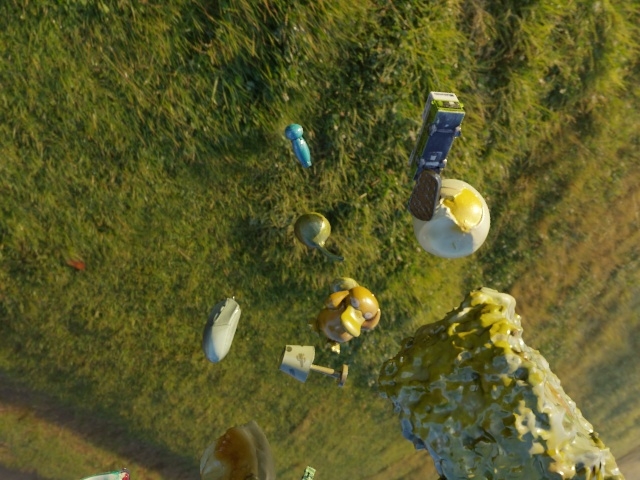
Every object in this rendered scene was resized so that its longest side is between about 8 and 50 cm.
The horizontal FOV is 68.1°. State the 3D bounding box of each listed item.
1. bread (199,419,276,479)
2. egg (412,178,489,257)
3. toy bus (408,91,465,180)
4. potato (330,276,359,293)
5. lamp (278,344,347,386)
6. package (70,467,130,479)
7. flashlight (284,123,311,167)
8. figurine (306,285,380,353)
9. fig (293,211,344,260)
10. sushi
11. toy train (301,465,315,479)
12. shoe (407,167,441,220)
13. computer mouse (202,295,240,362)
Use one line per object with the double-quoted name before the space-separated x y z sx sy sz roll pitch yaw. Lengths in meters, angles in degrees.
"bread" -0.188 0.523 0.943 0.314 0.192 0.171 -44 141 -40
"egg" 0.492 -0.090 1.804 0.283 0.345 0.283 5 128 7
"toy bus" 0.382 -0.342 1.600 0.113 0.139 0.302 4 140 -7
"potato" 0.129 0.230 2.066 0.105 0.085 0.188 -29 116 26
"lamp" -0.023 0.403 1.521 0.214 0.121 0.121 17 129 -7
"package" -0.617 0.679 1.227 0.232 0.040 0.166 1 105 -19
"flashlight" -0.061 -0.263 1.320 0.051 0.051 0.129 -22 117 -4
"figurine" 0.090 0.273 1.697 0.215 0.215 0.228 11 150 -35
"fig" 0.000 0.000 1.830 0.149 0.245 0.149 -26 150 -17
"sushi" 0.279 0.266 0.768 0.240 0.351 0.396 -34 159 17
"toy train" -0.045 0.770 1.521 0.033 0.083 0.053 25 161 3
"shoe" 0.249 -0.109 1.083 0.049 0.071 0.179 -43 158 -21
"computer mouse" -0.331 0.283 1.551 0.113 0.229 0.068 -2 155 31
